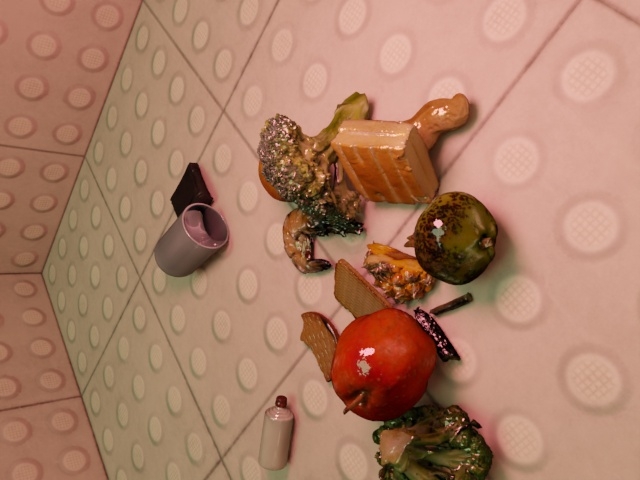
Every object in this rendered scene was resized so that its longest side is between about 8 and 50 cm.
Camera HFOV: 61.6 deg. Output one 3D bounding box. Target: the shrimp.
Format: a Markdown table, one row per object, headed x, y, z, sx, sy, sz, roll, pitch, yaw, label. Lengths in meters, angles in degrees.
| x | y | z | sx | sy | sz | roll | pitch | yaw | label |
| --- | --- | --- | --- | --- | --- | --- | --- | --- | --- |
| 0.000 | 0.000 | 1.757 | 0.364 | 0.071 | 0.233 | 4 | 97 | 44 | shrimp |

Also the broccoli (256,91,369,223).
| x | y | z | sx | sy | sz | roll | pitch | yaw | label |
| --- | --- | --- | --- | --- | --- | --- | --- | --- | --- |
| -0.017 | -0.280 | 1.541 | 0.274 | 0.353 | 0.397 | 19 | 91 | 31 | broccoli |

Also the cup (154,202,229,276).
| x | y | z | sx | sy | sz | roll | pitch | yaw | label |
| --- | --- | --- | --- | --- | --- | --- | --- | --- | --- |
| -0.538 | 0.011 | 2.188 | 0.312 | 0.205 | 0.206 | -37 | 64 | 38 | cup |

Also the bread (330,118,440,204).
| x | y | z | sx | sy | sz | roll | pitch | yaw | label |
| --- | --- | --- | --- | --- | --- | --- | --- | --- | --- |
| 0.183 | -0.204 | 1.462 | 0.239 | 0.246 | 0.111 | 13 | 60 | 38 | bread |

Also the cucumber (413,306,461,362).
| x | y | z | sx | sy | sz | roll | pitch | yaw | label |
| --- | --- | --- | --- | --- | --- | --- | --- | --- | --- |
| 0.310 | 0.255 | 1.452 | 0.053 | 0.053 | 0.182 | -52 | 55 | 30 | cucumber |

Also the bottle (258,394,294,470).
| x | y | z | sx | sy | sz | roll | pitch | yaw | label |
| --- | --- | --- | --- | --- | --- | --- | --- | --- | --- |
| -0.150 | 0.657 | 1.854 | 0.104 | 0.104 | 0.245 | 14 | 98 | 44 | bottle |

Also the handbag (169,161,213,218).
| x | y | z | sx | sy | sz | roll | pitch | yaw | label |
| --- | --- | --- | --- | --- | --- | --- | --- | --- | --- |
| -0.554 | -0.182 | 2.304 | 0.247 | 0.080 | 0.223 | -51 | 49 | 34 | handbag |

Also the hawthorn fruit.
| x | y | z | sx | sy | sz | roll | pitch | yaw | label |
| --- | --- | --- | --- | --- | --- | --- | --- | --- | --- |
| 0.141 | 0.337 | 1.378 | 0.287 | 0.330 | 0.287 | 15 | 122 | 26 | hawthorn fruit |

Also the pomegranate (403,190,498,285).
| x | y | z | sx | sy | sz | roll | pitch | yaw | label |
| --- | --- | --- | --- | --- | --- | --- | --- | --- | --- |
| 0.333 | -0.001 | 1.366 | 0.203 | 0.276 | 0.222 | 21 | 83 | 5 | pomegranate |

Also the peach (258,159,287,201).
| x | y | z | sx | sy | sz | roll | pitch | yaw | label |
| --- | --- | --- | --- | --- | --- | --- | --- | --- | --- |
| -0.092 | -0.235 | 1.749 | 0.230 | 0.230 | 0.231 | -2 | 87 | 45 | peach |

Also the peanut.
| x | y | z | sx | sy | sz | roll | pitch | yaw | label |
| --- | --- | --- | --- | --- | --- | --- | --- | --- | --- |
| 0.290 | -0.308 | 1.457 | 0.263 | 0.101 | 0.117 | -34 | 91 | 36 | peanut |

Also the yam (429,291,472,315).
| x | y | z | sx | sy | sz | roll | pitch | yaw | label |
| --- | --- | --- | --- | --- | --- | --- | --- | --- | --- |
| 0.348 | 0.173 | 1.435 | 0.129 | 0.033 | 0.027 | -33 | 93 | 44 | yam |

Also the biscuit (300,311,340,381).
| x | y | z | sx | sy | sz | roll | pitch | yaw | label |
| --- | --- | --- | --- | --- | --- | --- | --- | --- | --- |
| 0.003 | 0.347 | 1.765 | 0.176 | 0.031 | 0.229 | -10 | 83 | 45 | biscuit |

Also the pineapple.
| x | y | z | sx | sy | sz | roll | pitch | yaw | label |
| --- | --- | --- | --- | --- | --- | --- | --- | --- | --- |
| 0.185 | 0.108 | 1.508 | 0.249 | 0.164 | 0.140 | 26 | 114 | 37 | pineapple |

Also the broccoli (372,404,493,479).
| x | y | z | sx | sy | sz | roll | pitch | yaw | label |
| --- | --- | --- | --- | --- | --- | --- | --- | --- | --- |
| 0.253 | 0.550 | 1.336 | 0.321 | 0.283 | 0.304 | -18 | 51 | 39 | broccoli |

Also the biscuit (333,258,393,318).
| x | y | z | sx | sy | sz | roll | pitch | yaw | label |
| --- | --- | --- | --- | --- | --- | --- | --- | --- | --- |
| 0.126 | 0.180 | 1.608 | 0.254 | 0.029 | 0.172 | 43 | 145 | 36 | biscuit |
